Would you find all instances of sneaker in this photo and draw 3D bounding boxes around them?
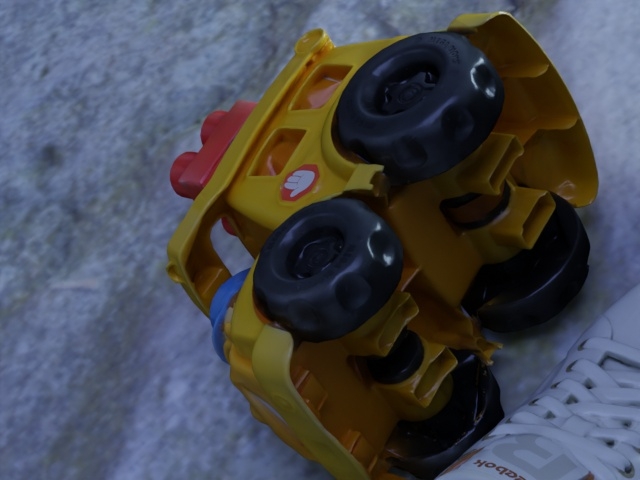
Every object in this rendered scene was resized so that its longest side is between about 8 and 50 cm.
[{"bbox_3d":[0.114,0.104,0.692,0.106,0.123,0.290,17,58,30],"label":"sneaker"}]

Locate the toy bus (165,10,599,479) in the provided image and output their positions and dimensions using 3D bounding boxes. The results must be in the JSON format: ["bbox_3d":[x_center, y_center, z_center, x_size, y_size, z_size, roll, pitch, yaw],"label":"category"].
[{"bbox_3d":[0.000,0.000,0.807,0.211,0.149,0.220,9,57,39],"label":"toy bus"}]
